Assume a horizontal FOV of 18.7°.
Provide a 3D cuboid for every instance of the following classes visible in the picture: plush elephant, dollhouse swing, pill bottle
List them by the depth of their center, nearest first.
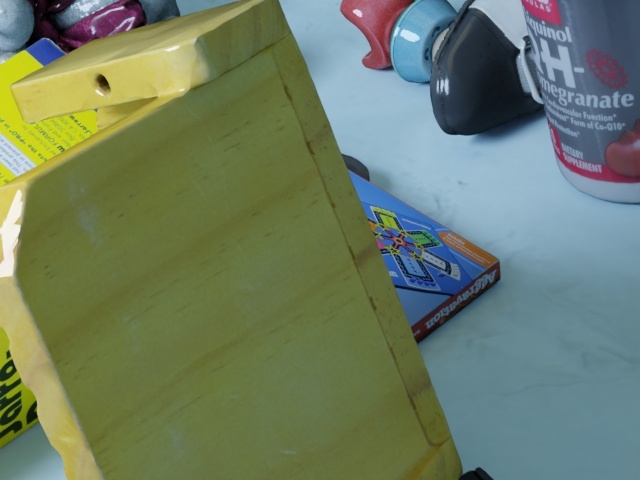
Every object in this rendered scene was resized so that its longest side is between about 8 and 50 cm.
[{"bbox_3d":[-0.119,0.066,1.243,0.305,0.346,0.315,-32,16,-36],"label":"dollhouse swing"},{"bbox_3d":[0.255,-0.205,1.614,0.176,0.318,0.176,-12,32,8],"label":"pill bottle"},{"bbox_3d":[-0.277,-0.222,1.937,0.255,0.271,0.330,-21,1,-33],"label":"plush elephant"}]

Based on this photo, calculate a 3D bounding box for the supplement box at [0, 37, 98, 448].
[{"bbox_3d":[-0.290,0.037,1.540,0.356,0.194,0.195,-36,63,-28],"label":"supplement box"}]

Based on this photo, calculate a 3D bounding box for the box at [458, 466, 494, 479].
[{"bbox_3d":[0.044,0.293,1.178,0.296,0.073,0.293,-23,34,-13],"label":"box"}]

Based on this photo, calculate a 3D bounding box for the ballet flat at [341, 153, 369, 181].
[{"bbox_3d":[-0.077,-0.036,1.757,0.250,0.058,0.084,-6,37,7],"label":"ballet flat"}]

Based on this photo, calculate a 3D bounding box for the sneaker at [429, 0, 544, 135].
[{"bbox_3d":[0.244,-0.193,1.784,0.330,0.122,0.146,-35,34,-27],"label":"sneaker"}]

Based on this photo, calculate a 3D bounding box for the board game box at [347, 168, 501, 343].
[{"bbox_3d":[0.000,0.000,1.635,0.145,0.027,0.281,-36,49,-26],"label":"board game box"}]

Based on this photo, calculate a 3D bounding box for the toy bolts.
[{"bbox_3d":[0.141,-0.257,1.879,0.158,0.218,0.228,29,71,40],"label":"toy bolts"}]
